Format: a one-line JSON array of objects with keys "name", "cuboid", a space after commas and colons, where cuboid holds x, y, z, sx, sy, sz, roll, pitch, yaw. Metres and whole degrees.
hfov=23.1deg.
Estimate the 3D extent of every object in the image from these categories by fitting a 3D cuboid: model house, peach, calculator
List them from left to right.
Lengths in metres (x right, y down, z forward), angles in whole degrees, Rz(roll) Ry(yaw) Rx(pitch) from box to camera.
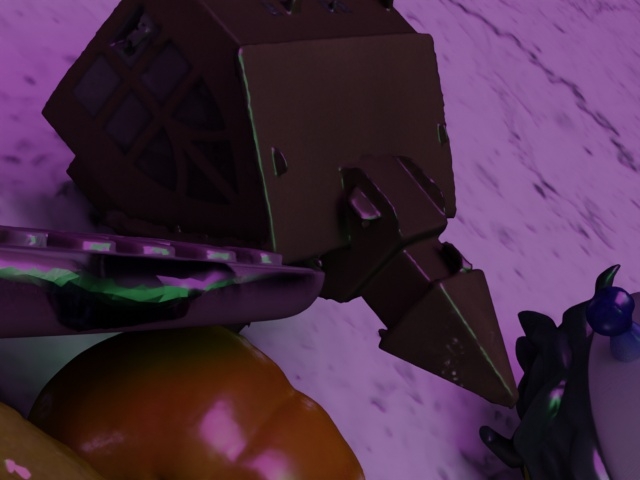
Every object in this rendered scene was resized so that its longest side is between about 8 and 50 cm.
[{"name": "calculator", "cuboid": [-0.140, 0.013, 0.584, 0.294, 0.194, 0.043, 3, 90, -34]}, {"name": "peach", "cuboid": [-0.054, 0.100, 0.633, 0.138, 0.138, 0.138, 32, 33, -23]}, {"name": "model house", "cuboid": [0.000, 0.000, 0.766, 0.248, 0.176, 0.181, 50, 29, 17]}]

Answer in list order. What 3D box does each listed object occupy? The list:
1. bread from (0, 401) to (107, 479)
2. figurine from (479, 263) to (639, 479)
[{"name": "bread", "cuboid": [-0.144, 0.155, 0.432, 0.270, 0.148, 0.270, 30, 37, -26]}, {"name": "figurine", "cuboid": [0.270, 0.158, 0.922, 0.382, 0.186, 0.261, 32, 27, -15]}]
